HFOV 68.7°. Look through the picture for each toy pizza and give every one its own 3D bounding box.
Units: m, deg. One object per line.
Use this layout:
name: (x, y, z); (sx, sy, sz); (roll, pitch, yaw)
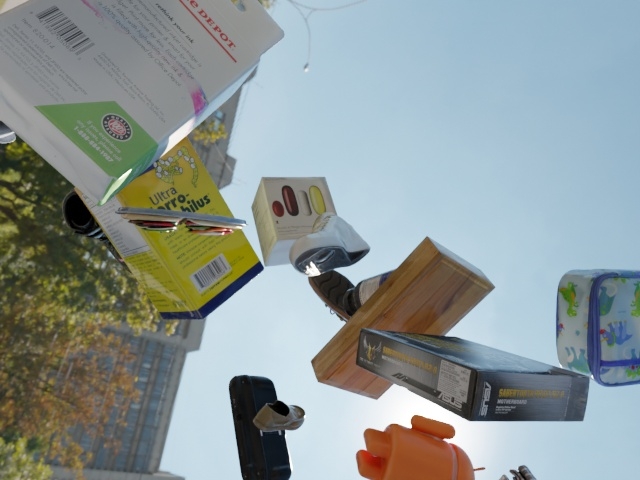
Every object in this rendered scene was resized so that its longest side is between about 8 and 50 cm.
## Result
toy pizza: (-0.216, -0.026, 0.739); (0.201, 0.202, 0.032); (4, -92, 53)

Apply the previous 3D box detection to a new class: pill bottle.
pill bottle: (0.171, 0.155, 1.307); (0.219, 0.123, 0.122); (-25, -131, 44)

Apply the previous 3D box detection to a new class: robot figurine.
robot figurine: (0.176, 0.404, 0.831); (0.128, 0.220, 0.158); (112, -2, -52)

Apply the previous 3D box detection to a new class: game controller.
game controller: (-0.173, 0.540, 1.349); (0.067, 0.167, 0.318); (-34, -127, 24)

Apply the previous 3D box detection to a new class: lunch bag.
lunch bag: (0.472, 0.131, 0.716); (0.090, 0.219, 0.175); (-178, -89, -71)

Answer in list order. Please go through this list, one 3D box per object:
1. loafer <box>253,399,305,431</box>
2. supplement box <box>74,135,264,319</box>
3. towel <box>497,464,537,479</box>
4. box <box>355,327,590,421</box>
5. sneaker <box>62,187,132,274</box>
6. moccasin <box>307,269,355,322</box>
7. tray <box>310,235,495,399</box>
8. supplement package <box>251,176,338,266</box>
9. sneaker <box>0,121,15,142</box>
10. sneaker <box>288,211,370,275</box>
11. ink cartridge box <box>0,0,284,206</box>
loafer: (-0.076, 0.366, 0.986); (0.056, 0.148, 0.050); (33, -81, 33)
supplement box: (-0.322, -0.025, 1.019); (0.194, 0.356, 0.195); (-10, -156, 48)
towel: (0.574, 0.722, 1.149); (0.121, 0.283, 0.235); (-32, -160, 5)
box: (0.182, 0.167, 0.607); (0.231, 0.183, 0.056); (3, -96, 65)
sneaker: (-0.503, -0.008, 1.114); (0.105, 0.295, 0.147); (-26, -165, 8)
moccasin: (0.107, 0.243, 1.758); (0.139, 0.380, 0.147); (-54, 179, -29)
tray: (0.185, 0.197, 1.083); (0.410, 0.203, 0.076); (-51, -145, 18)
supplement package: (-0.069, -0.055, 1.303); (0.149, 0.195, 0.203); (121, -42, -53)
sneaker: (-0.732, -0.339, 1.038); (0.137, 0.210, 0.365); (-43, -160, 28)
sneaker: (0.000, 0.000, 1.014); (0.106, 0.290, 0.123); (-41, -108, 20)
ink cartridge box: (-0.231, -0.240, 0.622); (0.119, 0.207, 0.353); (-24, -156, 54)
